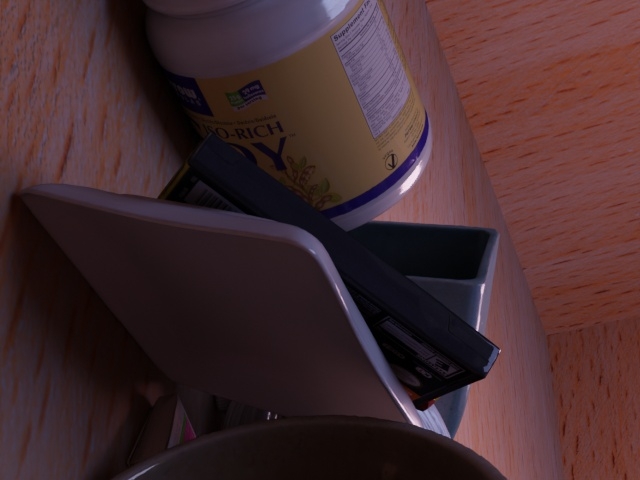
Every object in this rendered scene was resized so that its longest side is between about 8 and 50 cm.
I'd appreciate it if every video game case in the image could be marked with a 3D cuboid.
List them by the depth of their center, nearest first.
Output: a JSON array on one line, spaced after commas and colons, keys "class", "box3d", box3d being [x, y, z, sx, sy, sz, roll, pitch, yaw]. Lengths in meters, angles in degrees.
[{"class": "video game case", "box3d": [-0.021, 0.045, 1.095, 0.275, 0.248, 0.035, 36, 65, -7]}]

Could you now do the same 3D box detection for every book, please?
[{"class": "book", "box3d": [-0.114, 0.217, 1.157, 0.096, 0.035, 0.144, -77, 151, -62]}]

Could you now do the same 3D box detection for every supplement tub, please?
[{"class": "supplement tub", "box3d": [-0.038, -0.190, 1.414, 0.241, 0.241, 0.331, -87, 157, -49]}]

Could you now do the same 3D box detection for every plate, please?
[{"class": "plate", "box3d": [-0.065, 0.052, 1.049, 0.045, 0.278, 0.277, -61, 143, -26]}]

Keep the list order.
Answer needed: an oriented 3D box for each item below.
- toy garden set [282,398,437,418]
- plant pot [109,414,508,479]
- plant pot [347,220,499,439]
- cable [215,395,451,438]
[{"class": "toy garden set", "box3d": [0.016, 0.105, 1.284, 0.204, 0.049, 0.244, -36, 90, -39]}, {"class": "plant pot", "box3d": [-0.010, 0.340, 0.954, 0.334, 0.334, 0.305, -69, 153, -66]}, {"class": "plant pot", "box3d": [0.065, 0.126, 1.526, 0.248, 0.247, 0.252, -50, 143, -72]}, {"class": "cable", "box3d": [0.024, 0.225, 1.318, 0.257, 0.089, 0.257, 10, 64, -30]}]
